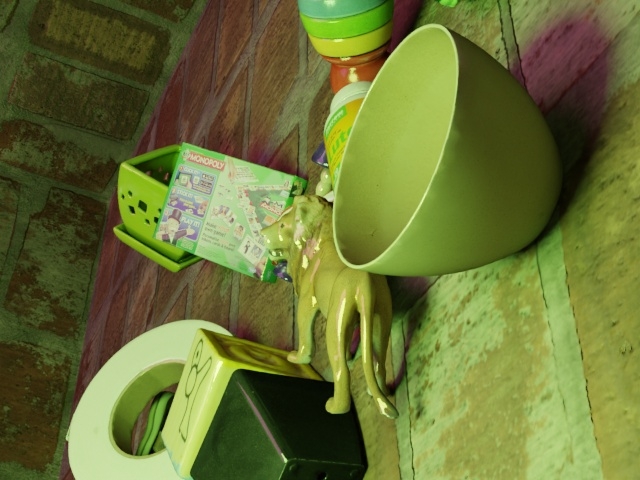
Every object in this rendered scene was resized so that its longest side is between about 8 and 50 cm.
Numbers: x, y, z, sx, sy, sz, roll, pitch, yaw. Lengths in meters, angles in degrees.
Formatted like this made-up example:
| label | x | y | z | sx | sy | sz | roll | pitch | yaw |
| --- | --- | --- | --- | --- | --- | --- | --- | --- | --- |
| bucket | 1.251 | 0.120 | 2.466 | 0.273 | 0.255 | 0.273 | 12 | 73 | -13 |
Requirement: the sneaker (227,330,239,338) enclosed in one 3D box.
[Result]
| label | x | y | z | sx | sy | sz | roll | pitch | yaw |
| --- | --- | --- | --- | --- | --- | --- | --- | --- | --- |
| sneaker | -0.205 | 0.291 | 1.997 | 0.132 | 0.086 | 0.228 | 9 | 81 | 68 |

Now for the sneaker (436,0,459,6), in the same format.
| label | x | y | z | sx | sy | sz | roll | pitch | yaw |
| --- | --- | --- | --- | --- | --- | --- | --- | --- | --- |
| sneaker | 0.154 | -0.512 | 1.534 | 0.185 | 0.202 | 0.482 | -58 | 24 | 33 |

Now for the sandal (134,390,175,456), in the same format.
| label | x | y | z | sx | sy | sz | roll | pitch | yaw |
| --- | --- | --- | --- | --- | --- | --- | --- | --- | --- |
| sandal | -0.303 | 0.423 | 1.966 | 0.120 | 0.086 | 0.302 | 92 | -174 | -51 |

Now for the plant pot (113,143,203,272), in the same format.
| label | x | y | z | sx | sy | sz | roll | pitch | yaw |
| --- | --- | --- | --- | --- | --- | --- | --- | --- | --- |
| plant pot | -0.324 | -0.067 | 2.323 | 0.227 | 0.228 | 0.207 | -31 | -34 | -57 |

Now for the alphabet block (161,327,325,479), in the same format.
| label | x | y | z | sx | sy | sz | roll | pitch | yaw |
| --- | --- | --- | --- | --- | --- | --- | --- | --- | --- |
| alphabet block | -0.124 | 0.274 | 1.628 | 0.197 | 0.193 | 0.192 | -70 | 21 | 5 |

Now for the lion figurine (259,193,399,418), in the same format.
| label | x | y | z | sx | sy | sz | roll | pitch | yaw |
| --- | --- | --- | --- | --- | --- | --- | --- | --- | --- |
| lion figurine | 0.032 | 0.077 | 1.413 | 0.392 | 0.142 | 0.240 | -153 | 67 | -64 |

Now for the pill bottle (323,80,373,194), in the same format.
| label | x | y | z | sx | sy | sz | roll | pitch | yaw |
| --- | --- | --- | --- | --- | --- | --- | --- | --- | --- |
| pill bottle | 0.076 | -0.135 | 1.520 | 0.136 | 0.136 | 0.245 | -60 | 23 | 31 |

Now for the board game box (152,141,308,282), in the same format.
| label | x | y | z | sx | sy | sz | roll | pitch | yaw |
| --- | --- | --- | --- | --- | --- | --- | --- | --- | --- |
| board game box | -0.188 | -0.061 | 2.055 | 0.317 | 0.046 | 0.213 | 20 | 91 | 36 |

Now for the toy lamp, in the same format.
| label | x | y | z | sx | sy | sz | roll | pitch | yaw |
| --- | --- | --- | --- | --- | --- | --- | --- | --- | --- |
| toy lamp | -0.006 | -0.059 | 1.767 | 0.274 | 0.080 | 0.080 | -70 | 20 | 8 |

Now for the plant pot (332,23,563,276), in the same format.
| label | x | y | z | sx | sy | sz | roll | pitch | yaw |
| --- | --- | --- | --- | --- | --- | --- | --- | --- | --- |
| plant pot | 0.160 | -0.077 | 1.165 | 0.284 | 0.191 | 0.284 | -54 | 26 | 42 |

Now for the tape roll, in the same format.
| label | x | y | z | sx | sy | sz | roll | pitch | yaw |
| --- | --- | --- | --- | --- | --- | --- | --- | --- | --- |
| tape roll | -0.288 | 0.324 | 1.885 | 0.392 | 0.072 | 0.392 | -19 | 45 | 20 |

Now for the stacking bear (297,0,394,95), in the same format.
| label | x | y | z | sx | sy | sz | roll | pitch | yaw |
| --- | --- | --- | --- | --- | --- | --- | --- | --- | --- |
| stacking bear | 0.054 | -0.349 | 1.650 | 0.175 | 0.164 | 0.289 | -79 | -20 | -56 |

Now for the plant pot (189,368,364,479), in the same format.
| label | x | y | z | sx | sy | sz | roll | pitch | yaw |
| --- | --- | --- | --- | --- | --- | --- | --- | --- | --- |
| plant pot | -0.044 | 0.310 | 1.426 | 0.167 | 0.187 | 0.188 | 45 | 117 | 54 |

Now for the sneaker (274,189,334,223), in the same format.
| label | x | y | z | sx | sy | sz | roll | pitch | yaw |
| --- | --- | --- | --- | --- | --- | --- | --- | --- | --- |
| sneaker | 0.000 | 0.000 | 1.639 | 0.221 | 0.087 | 0.128 | -32 | 45 | 40 |
